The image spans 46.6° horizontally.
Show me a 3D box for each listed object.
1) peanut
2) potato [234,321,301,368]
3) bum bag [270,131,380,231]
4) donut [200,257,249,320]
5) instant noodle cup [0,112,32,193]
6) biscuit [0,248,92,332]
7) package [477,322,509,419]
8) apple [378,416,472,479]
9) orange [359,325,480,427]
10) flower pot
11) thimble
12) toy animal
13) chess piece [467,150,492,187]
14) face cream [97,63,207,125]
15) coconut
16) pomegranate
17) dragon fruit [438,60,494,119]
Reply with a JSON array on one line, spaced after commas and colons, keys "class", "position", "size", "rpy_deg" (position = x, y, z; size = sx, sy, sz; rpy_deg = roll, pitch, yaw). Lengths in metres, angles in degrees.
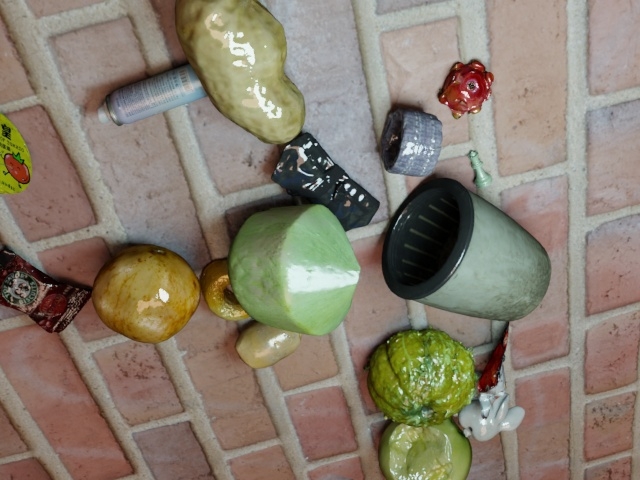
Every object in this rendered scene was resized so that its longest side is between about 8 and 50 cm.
[{"class": "peanut", "position": [-0.148, -0.349, 1.465], "size": [0.192, 0.169, 0.387], "rpy_deg": [-29, 129, 0]}, {"class": "potato", "position": [-0.132, 0.260, 1.920], "size": [0.178, 0.118, 0.109], "rpy_deg": [-25, 161, -8]}, {"class": "bum bag", "position": [0.012, -0.117, 1.706], "size": [0.137, 0.074, 0.310], "rpy_deg": [-39, 124, 14]}, {"class": "donut", "position": [-0.214, 0.127, 1.839], "size": [0.162, 0.065, 0.178], "rpy_deg": [-16, 124, 2]}, {"class": "instant noodle cup", "position": [-0.703, -0.159, 1.503], "size": [0.144, 0.182, 0.182], "rpy_deg": [-18, 126, 14]}, {"class": "biscuit", "position": [-0.681, 0.127, 1.765], "size": [0.235, 0.063, 0.151], "rpy_deg": [33, 102, -22]}, {"class": "package", "position": [0.471, 0.347, 2.003], "size": [0.071, 0.269, 0.194], "rpy_deg": [18, 128, 6]}, {"class": "apple", "position": [0.308, 0.625, 2.156], "size": [0.279, 0.279, 0.279], "rpy_deg": [-4, 125, -6]}, {"class": "orange", "position": [0.276, 0.385, 2.007], "size": [0.301, 0.223, 0.300], "rpy_deg": [31, 120, -27]}, {"class": "flower pot", "position": [0.359, 0.048, 1.749], "size": [0.330, 0.294, 0.294], "rpy_deg": [24, 117, -28]}, {"class": "thimble", "position": [0.199, -0.213, 1.627], "size": [0.097, 0.150, 0.150], "rpy_deg": [5, 123, -15]}, {"class": "toy animal", "position": [0.462, 0.469, 2.118], "size": [0.178, 0.193, 0.127], "rpy_deg": [-34, 125, 3]}, {"class": "chess piece", "position": [0.372, -0.172, 1.749], "size": [0.042, 0.042, 0.093], "rpy_deg": [-24, 119, 7]}, {"class": "face cream", "position": [-0.347, -0.294, 1.522], "size": [0.229, 0.075, 0.075], "rpy_deg": [-18, 125, 3]}, {"class": "coconut", "position": [-0.047, 0.070, 1.678], "size": [0.328, 0.281, 0.329], "rpy_deg": [16, 119, 31]}, {"class": "pomegranate", "position": [-0.401, 0.124, 1.715], "size": [0.248, 0.248, 0.248], "rpy_deg": [-4, 125, -6]}, {"class": "dragon fruit", "position": [0.320, -0.324, 1.617], "size": [0.112, 0.068, 0.126], "rpy_deg": [36, 111, -28]}]
